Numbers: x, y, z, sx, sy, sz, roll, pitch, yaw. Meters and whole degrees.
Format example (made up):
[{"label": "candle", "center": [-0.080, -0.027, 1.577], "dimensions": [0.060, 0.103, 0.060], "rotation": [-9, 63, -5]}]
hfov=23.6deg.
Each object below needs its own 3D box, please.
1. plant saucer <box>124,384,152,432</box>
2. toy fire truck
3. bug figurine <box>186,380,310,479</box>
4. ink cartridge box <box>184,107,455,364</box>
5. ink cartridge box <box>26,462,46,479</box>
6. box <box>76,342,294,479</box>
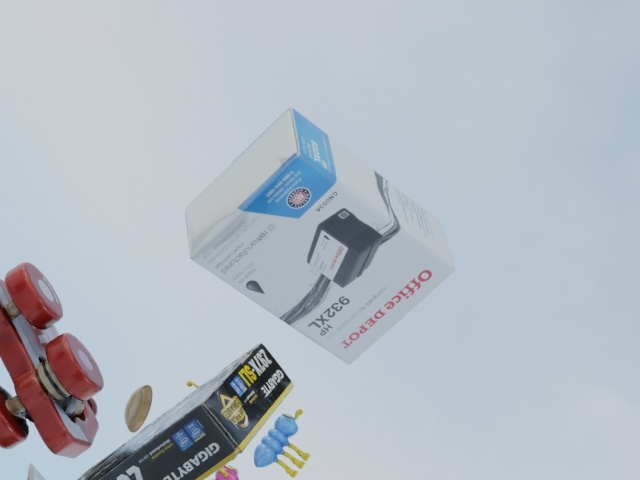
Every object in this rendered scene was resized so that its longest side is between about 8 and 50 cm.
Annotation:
[{"label": "plant saucer", "center": [-0.303, 0.275, 2.524], "dimensions": [0.015, 0.083, 0.083], "rotation": [17, -51, 17]}, {"label": "toy fire truck", "center": [-0.413, 0.184, 2.260], "dimensions": [0.302, 0.169, 0.254], "rotation": [58, 5, 18]}, {"label": "bug figurine", "center": [-0.153, 0.315, 2.273], "dimensions": [0.279, 0.216, 0.072], "rotation": [11, -30, 47]}, {"label": "ink cartridge box", "center": [0.000, 0.000, 2.125], "dimensions": [0.307, 0.129, 0.223], "rotation": [36, -67, -28]}, {"label": "ink cartridge box", "center": [-0.415, 0.491, 2.203], "dimensions": [0.066, 0.261, 0.296], "rotation": [-4, -27, 5]}, {"label": "box", "center": [-0.200, 0.270, 1.829], "dimensions": [0.322, 0.257, 0.079], "rotation": [-37, -90, 16]}]
